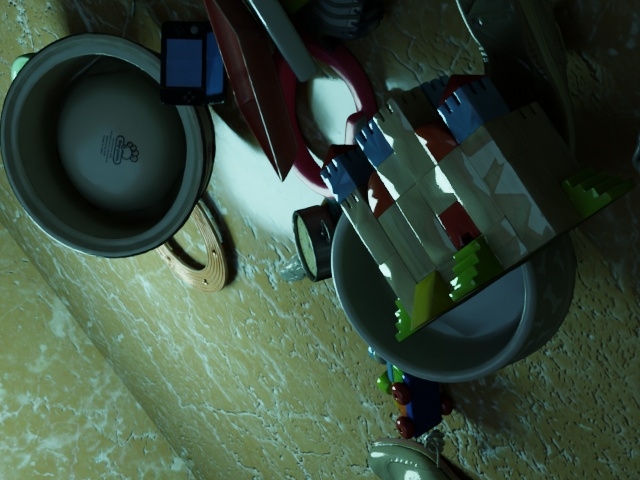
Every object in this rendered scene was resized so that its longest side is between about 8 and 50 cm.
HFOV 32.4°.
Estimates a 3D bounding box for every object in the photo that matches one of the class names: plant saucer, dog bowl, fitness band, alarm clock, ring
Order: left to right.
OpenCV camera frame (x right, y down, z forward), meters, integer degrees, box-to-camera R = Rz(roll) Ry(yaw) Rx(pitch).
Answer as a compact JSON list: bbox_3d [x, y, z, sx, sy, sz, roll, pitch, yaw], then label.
[{"bbox_3d":[-0.374,-0.180,2.026,0.408,0.150,0.408,4,104,16],"label":"dog bowl"},{"bbox_3d":[-0.306,-0.034,2.386,0.336,0.032,0.337,38,147,30],"label":"ring"},{"bbox_3d":[-0.105,-0.256,1.659,0.259,0.047,0.258,-122,12,-51],"label":"plant saucer"},{"bbox_3d":[0.000,-0.196,1.732,0.209,0.054,0.291,43,149,26],"label":"fitness band"},{"bbox_3d":[0.000,0.000,1.884,0.192,0.064,0.129,124,129,-77],"label":"alarm clock"},{"bbox_3d":[0.169,0.039,1.526,0.348,0.102,0.349,12,115,28],"label":"dog bowl"}]

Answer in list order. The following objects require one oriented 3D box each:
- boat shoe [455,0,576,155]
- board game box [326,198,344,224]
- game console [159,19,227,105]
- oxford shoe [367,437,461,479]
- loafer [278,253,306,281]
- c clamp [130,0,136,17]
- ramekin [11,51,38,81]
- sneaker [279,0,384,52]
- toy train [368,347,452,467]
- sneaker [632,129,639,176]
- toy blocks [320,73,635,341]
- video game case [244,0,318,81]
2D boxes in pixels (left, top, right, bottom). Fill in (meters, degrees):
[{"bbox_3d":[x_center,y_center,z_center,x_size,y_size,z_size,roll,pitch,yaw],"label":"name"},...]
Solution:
[{"bbox_3d":[0.244,-0.218,1.290,0.109,0.098,0.302,2,127,44],"label":"boat shoe"},{"bbox_3d":[0.083,-0.004,1.831,0.126,0.026,0.186,7,126,53],"label":"board game box"},{"bbox_3d":[-0.212,-0.300,1.840,0.085,0.124,0.144,-45,-43,-88],"label":"game console"},{"bbox_3d":[0.196,0.483,2.070,0.348,0.130,0.123,22,138,45],"label":"oxford shoe"},{"bbox_3d":[-0.042,0.046,2.071,0.045,0.039,0.125,24,158,-13],"label":"loafer"},{"bbox_3d":[-0.384,-0.502,2.011,0.161,0.022,0.137,51,152,6],"label":"c clamp"},{"bbox_3d":[-0.490,-0.275,2.282,0.303,0.148,0.303,37,147,29],"label":"ramekin"},{"bbox_3d":[0.050,-0.338,1.462,0.121,0.111,0.300,53,160,-10],"label":"sneaker"},{"bbox_3d":[0.155,0.287,1.966,0.143,0.105,0.248,41,150,44],"label":"toy train"},{"bbox_3d":[0.378,-0.128,1.152,0.099,0.121,0.262,20,136,46],"label":"sneaker"},{"bbox_3d":[0.152,-0.071,1.319,0.261,0.190,0.381,58,143,8],"label":"toy blocks"},{"bbox_3d":[-0.132,-0.407,1.495,0.300,0.036,0.329,59,-177,39],"label":"video game case"}]
